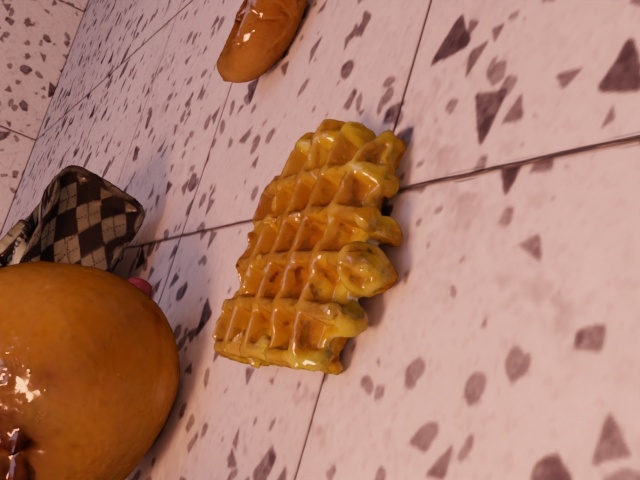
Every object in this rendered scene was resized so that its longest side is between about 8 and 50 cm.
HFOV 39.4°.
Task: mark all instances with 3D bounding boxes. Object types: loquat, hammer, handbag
[{"bbox_3d":[-0.289,0.158,0.957,0.275,0.275,0.274,-45,33,40],"label":"loquat"},{"bbox_3d":[-0.254,0.091,1.204,0.043,0.043,0.083,-2,66,63],"label":"hammer"},{"bbox_3d":[-0.437,0.092,1.366,0.416,0.180,0.316,-28,37,60],"label":"handbag"}]

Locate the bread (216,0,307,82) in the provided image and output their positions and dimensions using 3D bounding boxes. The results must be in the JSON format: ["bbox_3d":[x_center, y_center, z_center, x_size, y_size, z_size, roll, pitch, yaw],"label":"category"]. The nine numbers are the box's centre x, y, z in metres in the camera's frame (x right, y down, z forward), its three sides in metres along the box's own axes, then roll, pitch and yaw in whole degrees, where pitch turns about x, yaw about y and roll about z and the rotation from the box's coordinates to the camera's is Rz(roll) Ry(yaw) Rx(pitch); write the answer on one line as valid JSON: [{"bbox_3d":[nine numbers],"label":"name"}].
[{"bbox_3d":[-0.063,-0.269,1.074,0.189,0.077,0.114,-59,6,21],"label":"bread"}]

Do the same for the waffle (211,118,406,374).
[{"bbox_3d":[0.001,0.000,0.742,0.219,0.057,0.229,-4,66,63],"label":"waffle"}]
